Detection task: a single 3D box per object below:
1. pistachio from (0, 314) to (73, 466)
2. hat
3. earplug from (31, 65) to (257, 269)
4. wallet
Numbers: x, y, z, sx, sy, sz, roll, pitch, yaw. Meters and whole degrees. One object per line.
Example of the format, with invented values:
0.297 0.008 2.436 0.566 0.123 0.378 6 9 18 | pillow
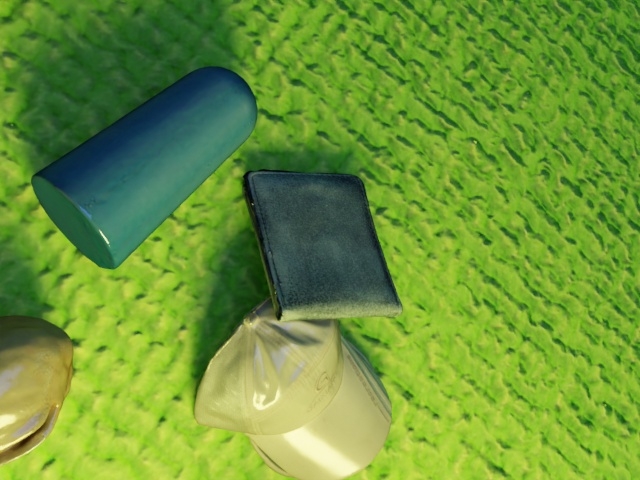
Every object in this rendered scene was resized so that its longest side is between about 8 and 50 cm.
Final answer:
-0.351 0.165 0.801 0.223 0.126 0.152 -37 66 -19 | pistachio
-0.013 0.184 0.948 0.226 0.164 0.219 39 69 7 | hat
-0.182 -0.103 0.911 0.273 0.132 0.132 -45 103 -26 | earplug
-0.001 0.002 0.975 0.167 0.036 0.222 0 54 -25 | wallet
